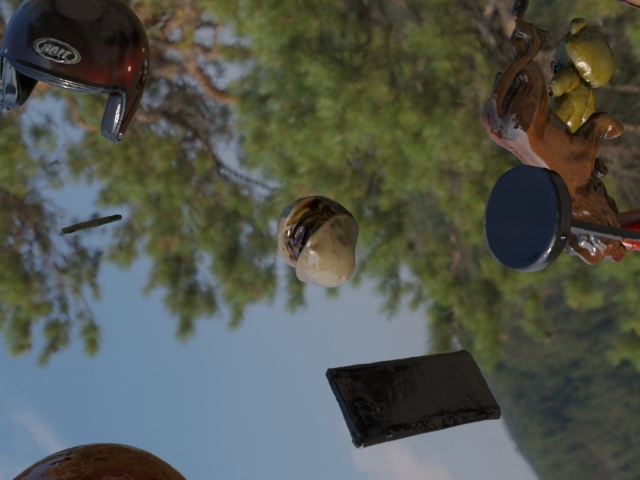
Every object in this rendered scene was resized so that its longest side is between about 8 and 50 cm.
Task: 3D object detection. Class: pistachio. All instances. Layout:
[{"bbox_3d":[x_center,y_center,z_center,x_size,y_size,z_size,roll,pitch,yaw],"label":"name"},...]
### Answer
[{"bbox_3d":[0.000,0.000,1.750,0.129,0.131,0.206,43,174,20],"label":"pistachio"}]

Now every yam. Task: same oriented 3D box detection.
[{"bbox_3d":[-0.363,-0.026,1.788,0.014,0.107,0.014,28,127,47],"label":"yam"}]

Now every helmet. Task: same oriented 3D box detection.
[{"bbox_3d":[-0.318,-0.236,1.468,0.189,0.193,0.216,19,-173,1],"label":"helmet"}]

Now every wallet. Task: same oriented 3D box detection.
[{"bbox_3d":[0.153,0.247,1.812,0.146,0.285,0.030,62,143,35],"label":"wallet"}]

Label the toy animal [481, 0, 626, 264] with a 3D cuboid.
[{"bbox_3d":[0.264,-0.104,1.281,0.312,0.097,0.157,48,-131,-21],"label":"toy animal"}]

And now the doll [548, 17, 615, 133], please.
[{"bbox_3d":[0.391,-0.240,1.795,0.097,0.209,0.137,20,170,45],"label":"doll"}]

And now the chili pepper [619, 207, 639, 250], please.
[{"bbox_3d":[0.594,-0.001,1.783,0.137,0.369,0.091,-75,-15,-65],"label":"chili pepper"}]

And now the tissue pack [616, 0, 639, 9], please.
[{"bbox_3d":[0.383,-0.450,1.504,0.306,0.238,0.238,26,174,22],"label":"tissue pack"}]

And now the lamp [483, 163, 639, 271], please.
[{"bbox_3d":[0.358,0.006,1.155,0.371,0.130,0.108,14,-160,-12],"label":"lamp"}]

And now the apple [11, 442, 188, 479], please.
[{"bbox_3d":[-0.317,0.452,1.579,0.348,0.349,0.277,63,-173,9],"label":"apple"}]
